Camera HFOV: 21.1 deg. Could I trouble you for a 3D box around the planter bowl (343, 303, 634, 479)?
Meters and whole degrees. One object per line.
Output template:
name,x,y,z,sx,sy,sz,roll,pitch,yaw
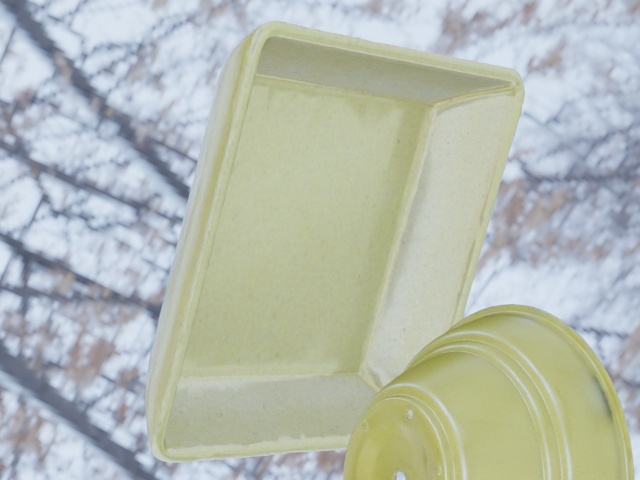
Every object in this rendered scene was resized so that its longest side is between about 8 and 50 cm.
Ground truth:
planter bowl,0.076,0.143,1.016,0.090,0.217,0.217,5,-137,-36

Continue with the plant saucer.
plant saucer,0.000,0.000,1.360,0.081,0.332,0.333,23,-168,40
